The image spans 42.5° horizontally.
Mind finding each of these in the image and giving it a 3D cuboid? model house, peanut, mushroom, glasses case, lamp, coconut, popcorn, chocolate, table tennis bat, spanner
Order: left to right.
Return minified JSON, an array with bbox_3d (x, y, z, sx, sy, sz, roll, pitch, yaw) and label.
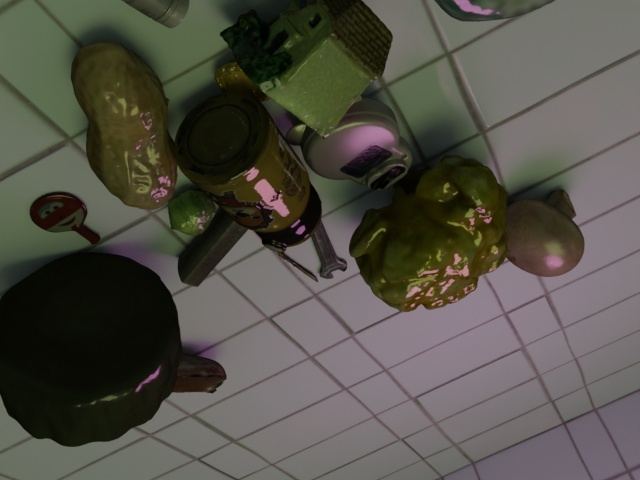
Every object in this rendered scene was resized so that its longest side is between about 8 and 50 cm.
[{"bbox_3d":[-0.464,-0.037,1.517,0.098,0.019,0.155,-29,139,12],"label":"table tennis bat"},{"bbox_3d":[-0.309,-0.180,1.312,0.149,0.149,0.313,-12,141,-11],"label":"peanut"},{"bbox_3d":[-0.354,0.309,1.949,0.261,0.083,0.161,6,154,-29],"label":"chocolate"},{"bbox_3d":[-0.245,-0.050,1.545,0.096,0.088,0.088,-39,140,16],"label":"coconut"},{"bbox_3d":[-0.214,0.003,1.634,0.047,0.071,0.205,18,130,-35],"label":"glasses case"},{"bbox_3d":[-0.015,-0.307,1.238,0.189,0.214,0.195,-41,133,14],"label":"model house"},{"bbox_3d":[0.000,0.000,1.775,0.071,0.018,0.302,-22,144,2],"label":"spanner"},{"bbox_3d":[0.066,-0.183,1.493,0.179,0.108,0.246,-30,140,31],"label":"lamp"},{"bbox_3d":[0.232,-0.004,1.644,0.293,0.292,0.334,35,95,-8],"label":"popcorn"},{"bbox_3d":[0.507,-0.026,1.861,0.204,0.204,0.204,-13,143,-10],"label":"mushroom"}]

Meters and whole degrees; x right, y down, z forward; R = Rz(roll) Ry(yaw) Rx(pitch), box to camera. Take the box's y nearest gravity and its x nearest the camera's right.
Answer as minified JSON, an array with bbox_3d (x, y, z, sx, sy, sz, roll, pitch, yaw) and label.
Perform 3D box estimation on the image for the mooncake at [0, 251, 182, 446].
[{"bbox_3d":[-0.438,0.205,1.554,0.356,0.356,0.194,-11,140,-12],"label":"mooncake"}]

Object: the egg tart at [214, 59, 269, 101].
[{"bbox_3d":[-0.122,-0.266,1.349,0.105,0.039,0.105,3,149,2],"label":"egg tart"}]

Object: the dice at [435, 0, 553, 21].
[{"bbox_3d":[0.194,-0.488,0.971,0.328,0.330,0.348,-36,145,14],"label":"dice"}]

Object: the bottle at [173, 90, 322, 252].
[{"bbox_3d":[-0.102,-0.099,1.455,0.171,0.172,0.351,-26,149,9],"label":"bottle"}]

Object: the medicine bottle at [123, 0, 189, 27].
[{"bbox_3d":[-0.241,-0.351,1.183,0.058,0.058,0.091,-40,139,25],"label":"medicine bottle"}]

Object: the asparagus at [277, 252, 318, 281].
[{"bbox_3d":[-0.049,0.058,1.827,0.016,0.013,0.166,8,160,38],"label":"asparagus"}]
